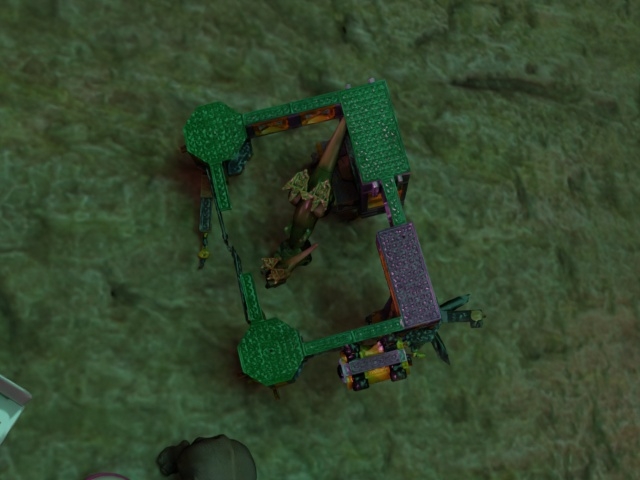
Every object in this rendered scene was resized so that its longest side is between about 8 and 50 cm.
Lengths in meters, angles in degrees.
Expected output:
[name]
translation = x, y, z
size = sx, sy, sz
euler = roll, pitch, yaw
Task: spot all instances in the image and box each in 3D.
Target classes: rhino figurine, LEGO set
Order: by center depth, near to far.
[rhino figurine]
translation = -0.090, 0.285, 0.904
size = 0.073, 0.106, 0.243
euler = 8, 61, -32
[LEGO set]
translation = 0.000, 0.000, 1.064
size = 0.255, 0.192, 0.331
euler = -23, 79, -2

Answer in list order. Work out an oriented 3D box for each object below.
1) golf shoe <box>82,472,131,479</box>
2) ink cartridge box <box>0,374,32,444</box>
[golf shoe]
translation = -0.177, 0.337, 0.837
size = 0.115, 0.140, 0.306
euler = 13, 65, -22
[ink cartridge box]
translation = -0.301, 0.135, 0.818
size = 0.104, 0.180, 0.060
euler = 35, 60, -12
